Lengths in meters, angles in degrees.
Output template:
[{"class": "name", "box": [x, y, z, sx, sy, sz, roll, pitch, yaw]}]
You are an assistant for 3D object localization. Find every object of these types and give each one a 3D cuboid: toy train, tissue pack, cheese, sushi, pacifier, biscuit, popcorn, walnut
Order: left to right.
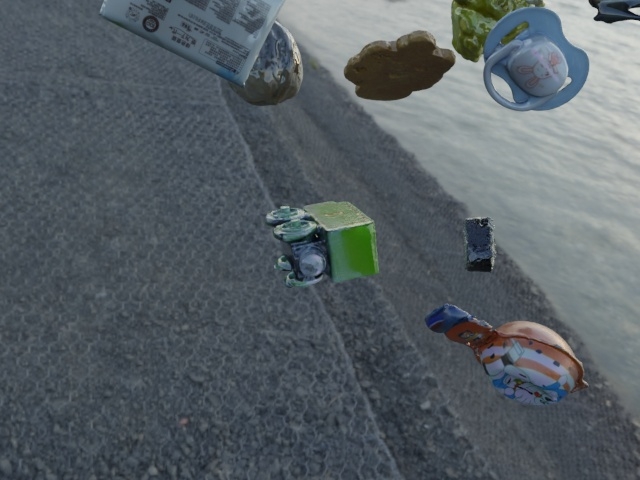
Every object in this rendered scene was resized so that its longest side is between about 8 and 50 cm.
[{"class": "tissue pack", "box": [-0.193, -0.361, 0.976, 0.229, 0.159, 0.145, 22, 15, -23]}, {"class": "walnut", "box": [-0.148, -0.443, 1.628, 0.224, 0.224, 0.224, 8, 31, -5]}, {"class": "toy train", "box": [0.000, 0.000, 1.619, 0.248, 0.174, 0.307, -12, 18, -11]}, {"class": "biscuit", "box": [0.203, -0.467, 1.733, 0.269, 0.051, 0.376, 1, -11, -15]}, {"class": "sushi", "box": [0.384, 0.008, 1.562, 0.078, 0.091, 0.150, 1, 48, 10]}, {"class": "popcorn", "box": [0.492, -0.636, 1.808, 0.250, 0.242, 0.235, -4, 47, 7]}, {"class": "cheese", "box": [0.356, 0.212, 1.236, 0.329, 0.217, 0.129, 29, 59, -8]}, {"class": "pacifier", "box": [0.535, -0.465, 1.650, 0.287, 0.238, 0.226, 40, 36, -18]}]

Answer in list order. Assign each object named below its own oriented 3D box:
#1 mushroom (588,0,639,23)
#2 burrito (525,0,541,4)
[{"class": "mushroom", "box": [0.572, -0.593, 1.021, 0.224, 0.314, 0.397, 10, 58, 23]}, {"class": "burrito", "box": [0.563, -0.689, 1.636, 0.058, 0.188, 0.045, 8, 6, -38]}]
